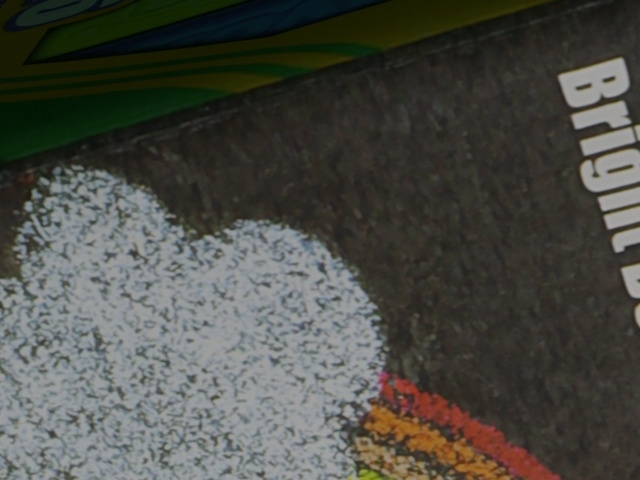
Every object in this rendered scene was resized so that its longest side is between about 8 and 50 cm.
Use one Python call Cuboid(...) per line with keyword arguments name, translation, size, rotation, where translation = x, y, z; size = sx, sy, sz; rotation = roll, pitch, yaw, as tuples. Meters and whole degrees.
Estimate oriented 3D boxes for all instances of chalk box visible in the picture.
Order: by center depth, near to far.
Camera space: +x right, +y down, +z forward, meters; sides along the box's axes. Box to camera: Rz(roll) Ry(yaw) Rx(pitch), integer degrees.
Cuboid(name="chalk box", translation=(0.087, -0.004, 0.404), size=(0.179, 0.289, 0.180), rotation=(-75, -32, -63))
